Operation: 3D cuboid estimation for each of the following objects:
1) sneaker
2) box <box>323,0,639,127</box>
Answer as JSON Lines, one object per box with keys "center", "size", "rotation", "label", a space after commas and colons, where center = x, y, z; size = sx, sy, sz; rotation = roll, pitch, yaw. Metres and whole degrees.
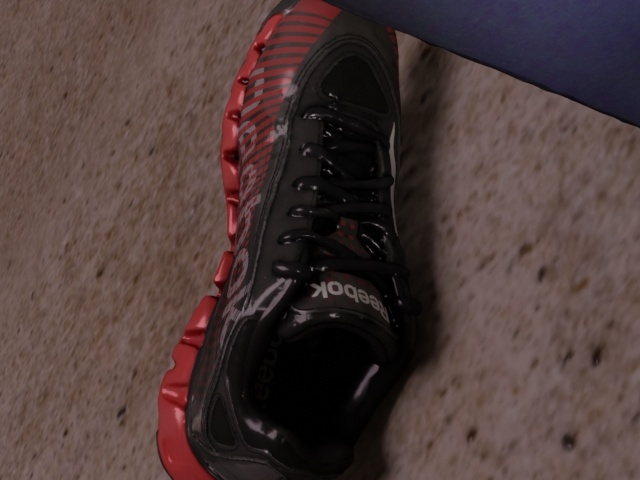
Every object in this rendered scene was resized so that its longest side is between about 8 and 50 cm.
{"center": [0.000, 0.000, 0.949], "size": [0.135, 0.098, 0.276], "rotation": [-2, 73, 63], "label": "sneaker"}
{"center": [0.119, -0.202, 0.628], "size": [0.296, 0.294, 0.182], "rotation": [-61, 27, 22], "label": "box"}
